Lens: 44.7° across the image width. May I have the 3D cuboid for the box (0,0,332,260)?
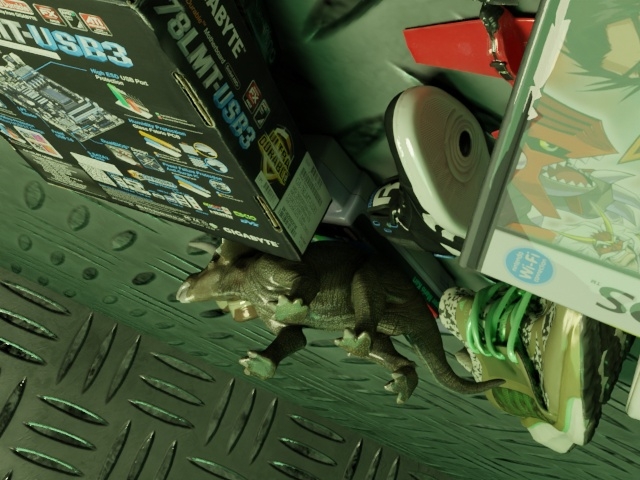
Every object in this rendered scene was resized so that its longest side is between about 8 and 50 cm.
[{"bbox_3d":[-0.165,-0.113,0.577,0.295,0.073,0.293,17,156,25],"label":"box"}]

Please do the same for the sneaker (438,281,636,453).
[{"bbox_3d":[0.192,0.099,0.750,0.182,0.158,0.410,23,161,18],"label":"sneaker"}]

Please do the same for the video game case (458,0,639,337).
[{"bbox_3d":[0.201,-0.042,0.302,0.248,0.035,0.275,23,138,15],"label":"video game case"}]

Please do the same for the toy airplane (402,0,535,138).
[{"bbox_3d":[0.119,-0.094,0.464,0.151,0.028,0.151,22,163,7],"label":"toy airplane"}]

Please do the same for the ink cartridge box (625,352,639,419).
[{"bbox_3d":[0.332,0.065,0.514,0.207,0.117,0.283,16,160,22],"label":"ink cartridge box"}]

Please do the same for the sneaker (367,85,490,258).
[{"bbox_3d":[0.073,-0.038,0.597,0.121,0.079,0.217,7,157,38],"label":"sneaker"}]

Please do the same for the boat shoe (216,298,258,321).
[{"bbox_3d":[-0.102,0.044,1.065,0.095,0.095,0.257,-19,-175,-13],"label":"boat shoe"}]

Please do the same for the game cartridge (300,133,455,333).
[{"bbox_3d":[0.000,0.000,0.837,0.230,0.068,0.355,14,161,38],"label":"game cartridge"}]

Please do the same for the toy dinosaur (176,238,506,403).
[{"bbox_3d":[0.019,0.050,0.688,0.313,0.160,0.121,10,128,1],"label":"toy dinosaur"}]

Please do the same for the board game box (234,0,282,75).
[{"bbox_3d":[-0.125,-0.176,0.530,0.186,0.026,0.126,18,162,16],"label":"board game box"}]
